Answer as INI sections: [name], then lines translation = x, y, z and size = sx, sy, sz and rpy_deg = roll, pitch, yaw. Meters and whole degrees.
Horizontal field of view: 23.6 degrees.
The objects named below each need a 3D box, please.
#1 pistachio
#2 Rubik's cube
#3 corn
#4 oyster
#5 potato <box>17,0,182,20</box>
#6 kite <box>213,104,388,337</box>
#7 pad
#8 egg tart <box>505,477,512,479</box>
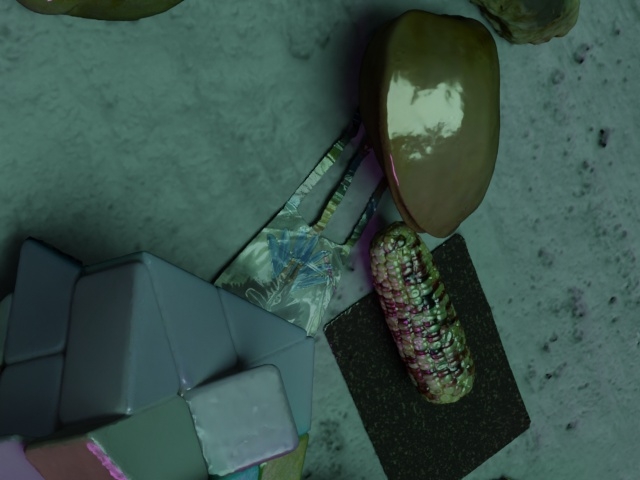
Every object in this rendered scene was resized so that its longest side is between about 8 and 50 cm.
[pistachio]
translation = 0.121, -0.126, 1.693
size = 0.213, 0.163, 0.260
rpy_deg = -16, 107, -49
[Rubik's cube]
translation = -0.189, 0.203, 1.532
size = 0.387, 0.358, 0.368
rpy_deg = 30, 55, -44
[corn]
translation = 0.116, 0.083, 1.824
size = 0.086, 0.086, 0.253
rpy_deg = -34, 120, -18
[oyster]
translation = 0.218, -0.339, 1.717
size = 0.166, 0.110, 0.341
rpy_deg = -28, 134, -15
[potato]
translation = -0.202, -0.296, 1.441
size = 0.235, 0.160, 0.178
rpy_deg = -22, 81, -9
[kite]
translation = -0.001, -0.001, 1.768
size = 0.310, 0.015, 0.169
rpy_deg = -52, 128, -5
[pad]
translation = 0.142, 0.175, 1.929
size = 0.220, 0.004, 0.330
rpy_deg = -33, 122, -18
[egg tart]
translation = 0.227, 0.465, 2.025
size = 0.297, 0.132, 0.297
rpy_deg = -8, 106, -31
